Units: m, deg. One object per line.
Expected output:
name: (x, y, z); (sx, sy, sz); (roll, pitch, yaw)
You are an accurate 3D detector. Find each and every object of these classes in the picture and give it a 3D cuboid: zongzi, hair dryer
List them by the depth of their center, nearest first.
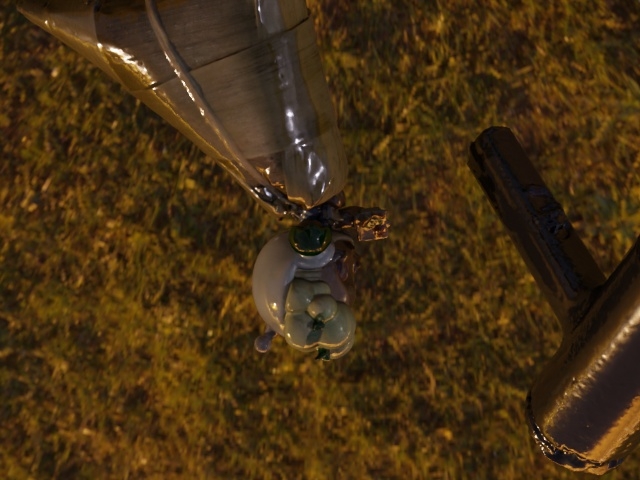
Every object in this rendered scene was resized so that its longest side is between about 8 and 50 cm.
zongzi: (-0.080, -0.082, 0.650); (0.176, 0.078, 0.160); (-10, 102, 19)
hair dryer: (0.176, 0.016, 0.807); (0.089, 0.251, 0.197); (-15, 148, -27)

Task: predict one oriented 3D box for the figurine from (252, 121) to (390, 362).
figurine: (0.001, 0.001, 0.907); (0.093, 0.147, 0.197); (12, 80, 14)
